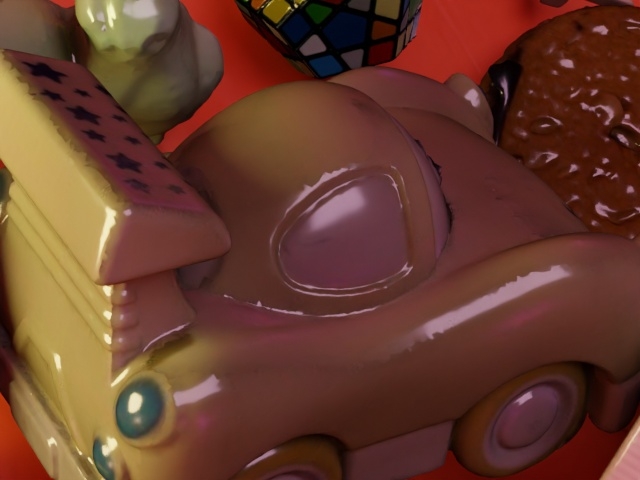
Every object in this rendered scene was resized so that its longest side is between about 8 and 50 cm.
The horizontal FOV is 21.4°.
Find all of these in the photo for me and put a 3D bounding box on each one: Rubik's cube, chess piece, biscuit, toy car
[{"bbox_3d":[0.008,-0.166,1.073,0.133,0.133,0.112,10,39,-20],"label":"Rubik's cube"},{"bbox_3d":[-0.190,-0.104,0.927,0.298,0.176,0.176,-1,71,-25],"label":"chess piece"},{"bbox_3d":[0.226,-0.026,1.130,0.296,0.075,0.296,7,64,-15],"label":"biscuit"},{"bbox_3d":[0.000,0.000,0.894,0.336,0.226,0.242,-16,39,-26],"label":"toy car"}]

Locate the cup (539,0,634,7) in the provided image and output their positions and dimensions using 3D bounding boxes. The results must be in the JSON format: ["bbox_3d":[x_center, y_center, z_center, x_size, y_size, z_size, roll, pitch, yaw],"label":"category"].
[{"bbox_3d":[0.183,-0.217,1.182,0.099,0.074,0.102,-1,45,-25],"label":"cup"}]

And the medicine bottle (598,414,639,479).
[{"bbox_3d":[0.316,0.169,0.902,0.325,0.256,0.256,33,59,13],"label":"medicine bottle"}]
